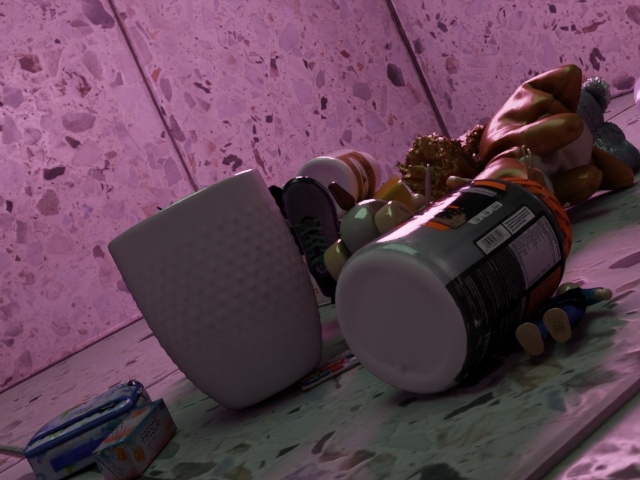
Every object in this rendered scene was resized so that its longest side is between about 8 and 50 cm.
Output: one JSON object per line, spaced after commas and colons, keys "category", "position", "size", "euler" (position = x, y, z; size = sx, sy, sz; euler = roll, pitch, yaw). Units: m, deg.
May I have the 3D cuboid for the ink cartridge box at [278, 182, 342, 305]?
{"category": "ink cartridge box", "position": [-0.006, -0.006, 2.079], "size": [0.207, 0.283, 0.117], "euler": [-18, 5, 46]}

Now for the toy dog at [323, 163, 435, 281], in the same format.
{"category": "toy dog", "position": [0.104, -0.038, 1.513], "size": [0.220, 0.161, 0.333], "euler": [-33, -6, 8]}

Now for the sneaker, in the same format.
{"category": "sneaker", "position": [0.000, 0.000, 1.523], "size": [0.083, 0.224, 0.098], "euler": [-18, 37, 7]}

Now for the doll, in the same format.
{"category": "doll", "position": [0.303, 0.090, 1.150], "size": [0.129, 0.046, 0.189], "euler": [-32, -4, 25]}

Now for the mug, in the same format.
{"category": "mug", "position": [-0.130, 0.082, 1.540], "size": [0.276, 0.328, 0.374], "euler": [-27, 1, 23]}

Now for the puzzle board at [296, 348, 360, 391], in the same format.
{"category": "puzzle board", "position": [0.021, 0.201, 1.474], "size": [0.128, 0.011, 0.096], "euler": [-25, 6, -9]}

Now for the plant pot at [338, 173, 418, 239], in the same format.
{"category": "plant pot", "position": [0.135, 0.016, 1.781], "size": [0.187, 0.212, 0.212], "euler": [-35, 5, 6]}

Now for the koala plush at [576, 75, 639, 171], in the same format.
{"category": "koala plush", "position": [0.579, -0.232, 2.003], "size": [0.196, 0.221, 0.203], "euler": [-24, 6, -4]}

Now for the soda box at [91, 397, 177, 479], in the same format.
{"category": "soda box", "position": [-0.289, 0.315, 1.452], "size": [0.058, 0.063, 0.183], "euler": [-23, 6, 12]}

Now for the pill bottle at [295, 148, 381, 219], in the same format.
{"category": "pill bottle", "position": [0.045, -0.119, 1.891], "size": [0.131, 0.131, 0.229], "euler": [-22, 3, 24]}

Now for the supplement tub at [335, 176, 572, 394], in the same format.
{"category": "supplement tub", "position": [0.192, 0.043, 1.230], "size": [0.207, 0.207, 0.338], "euler": [-19, 8, 43]}

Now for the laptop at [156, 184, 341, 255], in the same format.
{"category": "laptop", "position": [-0.133, -0.044, 1.791], "size": [0.264, 0.137, 0.234], "euler": [-34, -34, 22]}

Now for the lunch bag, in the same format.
{"category": "lunch bag", "position": [-0.399, 0.335, 1.616], "size": [0.218, 0.090, 0.176], "euler": [-25, 9, 2]}

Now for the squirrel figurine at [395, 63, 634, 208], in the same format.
{"category": "squirrel figurine", "position": [0.352, -0.115, 1.804], "size": [0.396, 0.281, 0.370], "euler": [-6, 32, 43]}

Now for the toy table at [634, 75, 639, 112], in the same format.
{"category": "toy table", "position": [0.858, -0.362, 2.106], "size": [0.274, 0.252, 0.161], "euler": [-41, -1, -42]}
